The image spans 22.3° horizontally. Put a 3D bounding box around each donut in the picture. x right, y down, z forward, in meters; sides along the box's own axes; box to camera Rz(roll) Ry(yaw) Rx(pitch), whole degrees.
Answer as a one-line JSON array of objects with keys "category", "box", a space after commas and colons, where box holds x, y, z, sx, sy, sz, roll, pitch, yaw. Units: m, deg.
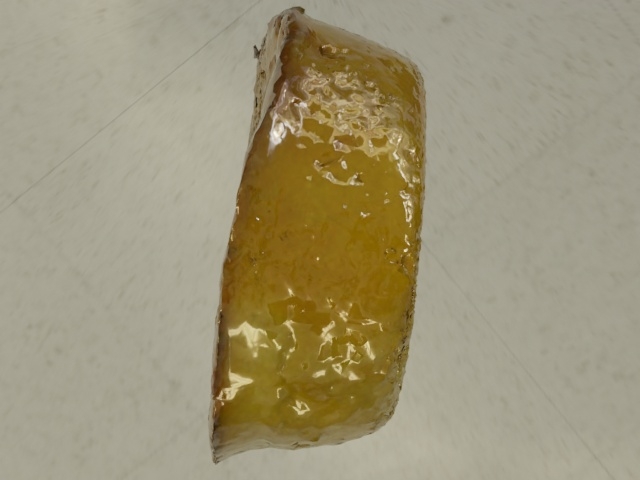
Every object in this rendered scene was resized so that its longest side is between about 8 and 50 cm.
[{"category": "donut", "box": [0.000, -0.002, 0.956, 0.108, 0.277, 0.277, 6, 101, -1]}]
